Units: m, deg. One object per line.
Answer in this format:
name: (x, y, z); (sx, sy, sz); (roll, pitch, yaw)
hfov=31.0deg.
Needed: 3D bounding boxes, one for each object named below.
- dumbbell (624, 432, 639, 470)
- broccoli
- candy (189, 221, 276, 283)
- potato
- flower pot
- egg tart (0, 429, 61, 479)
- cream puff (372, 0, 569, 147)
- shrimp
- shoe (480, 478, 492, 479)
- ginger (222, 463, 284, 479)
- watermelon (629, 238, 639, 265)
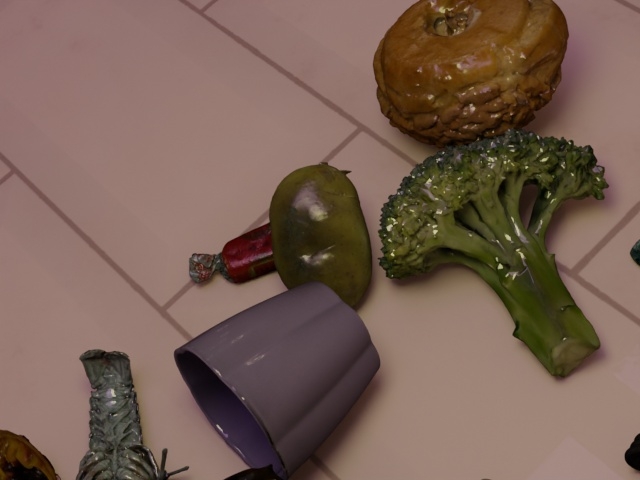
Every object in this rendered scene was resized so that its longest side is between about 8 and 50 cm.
dumbbell: (0.470, 0.342, 1.599); (0.099, 0.099, 0.208); (1, 58, 18)
broccoli: (0.257, 0.022, 1.831); (0.353, 0.275, 0.397); (-8, 75, 32)
candy: (-0.093, 0.013, 2.004); (0.292, 0.059, 0.086); (-21, 56, 4)
potato: (0.000, 0.000, 1.898); (0.169, 0.143, 0.248); (-13, 96, 25)
flower pot: (-0.050, 0.203, 1.769); (0.243, 0.265, 0.265); (-34, 54, -21)
egg tart: (-0.500, 0.411, 1.793); (0.171, 0.215, 0.215); (-31, 54, 10)
cream puff: (0.261, -0.288, 1.977); (0.343, 0.231, 0.327); (-11, 38, 16)
shrimp: (-0.316, 0.357, 1.802); (0.221, 0.166, 0.410); (-8, 42, -5)
shoe: (0.253, 0.422, 1.633); (0.099, 0.071, 0.169); (-33, 58, -2)
ginger: (-0.109, 0.465, 1.628); (0.269, 0.200, 0.223); (-25, 36, 1)
watermelon: (0.535, 0.015, 1.829); (0.085, 0.085, 0.061); (30, 30, 30)
